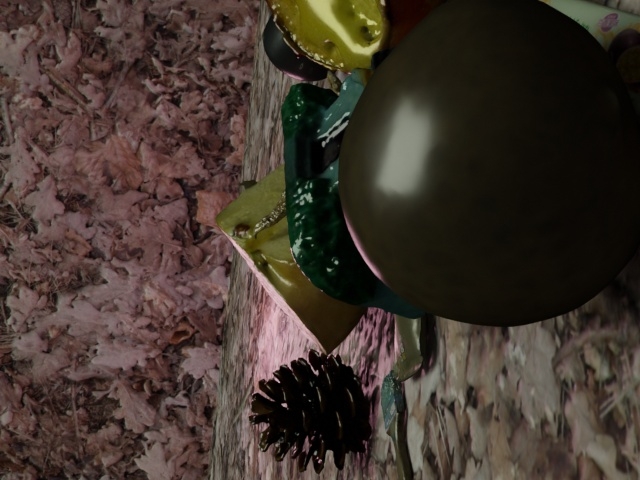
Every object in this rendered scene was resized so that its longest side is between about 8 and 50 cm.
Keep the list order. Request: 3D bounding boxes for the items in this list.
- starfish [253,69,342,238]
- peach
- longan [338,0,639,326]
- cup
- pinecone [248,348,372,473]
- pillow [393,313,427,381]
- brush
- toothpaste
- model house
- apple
[{"bbox_3d":[0.031,-0.156,1.430,0.301,0.084,0.293,-33,34,26],"label":"starfish"},{"bbox_3d":[0.036,-0.368,1.273,0.281,0.281,0.338,110,162,-52],"label":"peach"},{"bbox_3d":[0.137,-0.056,0.738,0.258,0.258,0.258,-175,90,-78],"label":"longan"},{"bbox_3d":[-0.005,-0.434,1.838,0.223,0.169,0.176,-56,-1,-32],"label":"cup"},{"bbox_3d":[-0.020,0.280,1.510,0.208,0.208,0.208,-175,90,-78],"label":"pinecone"},{"bbox_3d":[0.120,0.080,1.279,0.130,0.033,0.217,126,147,-66],"label":"pillow"},{"bbox_3d":[0.109,0.274,1.298,0.070,0.021,0.196,108,160,-46],"label":"brush"},{"bbox_3d":[0.231,-0.183,0.831,0.058,0.056,0.314,50,-174,-27],"label":"toothpaste"},{"bbox_3d":[0.122,-0.095,0.993,0.249,0.230,0.280,-39,45,40],"label":"model house"},{"bbox_3d":[-0.019,0.019,1.475,0.309,0.252,0.314,34,114,54],"label":"apple"}]
